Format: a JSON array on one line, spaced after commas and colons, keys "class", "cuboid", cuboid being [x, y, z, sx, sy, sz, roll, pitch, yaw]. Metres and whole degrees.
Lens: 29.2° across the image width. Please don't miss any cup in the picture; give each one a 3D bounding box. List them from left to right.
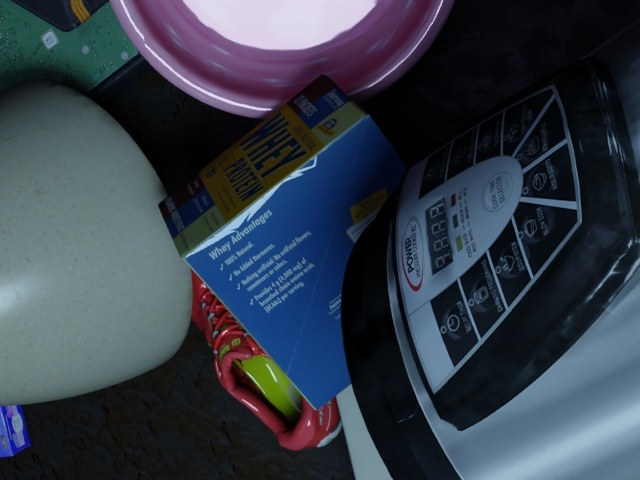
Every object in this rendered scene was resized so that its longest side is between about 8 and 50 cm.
[{"class": "cup", "cuboid": [-0.324, 0.035, 1.217, 0.331, 0.237, 0.331, 22, 127, 33]}]

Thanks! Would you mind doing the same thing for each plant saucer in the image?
[{"class": "plant saucer", "cuboid": [-0.035, -0.279, 1.127, 0.332, 0.084, 0.332, -1, 109, -2]}]

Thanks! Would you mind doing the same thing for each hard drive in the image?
[{"class": "hard drive", "cuboid": [-0.241, -0.277, 1.280, 0.339, 0.064, 0.237, -33, 86, 24]}]

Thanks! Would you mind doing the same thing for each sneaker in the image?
[{"class": "sneaker", "cuboid": [-0.076, 0.092, 1.247, 0.107, 0.118, 0.279, -44, 81, 23]}]

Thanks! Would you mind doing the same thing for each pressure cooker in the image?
[{"class": "pressure cooker", "cuboid": [0.223, 0.066, 0.879, 0.420, 0.370, 0.375, -35, 86, 38]}]

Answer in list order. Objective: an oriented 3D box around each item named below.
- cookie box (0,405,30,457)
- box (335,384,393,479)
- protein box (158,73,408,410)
[{"class": "cookie box", "cuboid": [-0.405, 0.210, 1.450, 0.107, 0.040, 0.092, -9, 96, 24]}, {"class": "box", "cuboid": [0.093, 0.221, 1.205, 0.094, 0.113, 0.275, -12, 96, 23]}, {"class": "protein box", "cuboid": [0.000, 0.000, 1.110, 0.200, 0.136, 0.201, -38, 117, 1]}]
